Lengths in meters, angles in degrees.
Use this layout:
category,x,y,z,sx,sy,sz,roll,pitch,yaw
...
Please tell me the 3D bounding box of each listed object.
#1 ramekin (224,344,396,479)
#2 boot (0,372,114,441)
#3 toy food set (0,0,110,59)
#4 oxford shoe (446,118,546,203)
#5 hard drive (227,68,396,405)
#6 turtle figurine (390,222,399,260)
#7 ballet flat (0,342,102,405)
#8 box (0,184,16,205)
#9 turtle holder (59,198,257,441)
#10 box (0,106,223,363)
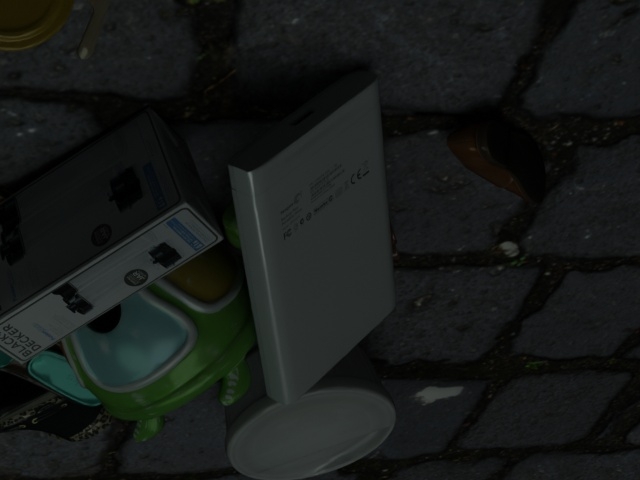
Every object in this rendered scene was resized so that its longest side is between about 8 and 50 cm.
category,x,y,z,sx,sy,sz,roll,pitch,yaw
ramekin,-0.026,0.252,2.043,0.273,0.127,0.273,-11,144,-9
boot,-0.432,0.259,1.921,0.236,0.085,0.178,-24,147,12
toy food set,-0.310,-0.250,1.278,0.218,0.071,0.128,10,101,-19
oxford shoe,0.236,-0.105,1.737,0.076,0.076,0.212,-2,158,35
hard drive,0.000,0.000,1.596,0.233,0.047,0.353,-40,138,-35
turtle figurine,-0.008,0.017,1.765,0.217,0.087,0.269,-17,145,0
ballet flat,-0.391,0.132,1.731,0.095,0.096,0.280,-46,125,7
box,-0.455,-0.009,1.601,0.201,0.021,0.164,-33,142,21
turtle holder,-0.188,0.082,1.642,0.320,0.243,0.227,-15,125,39
box,-0.273,-0.005,1.532,0.290,0.169,0.087,-31,142,10
